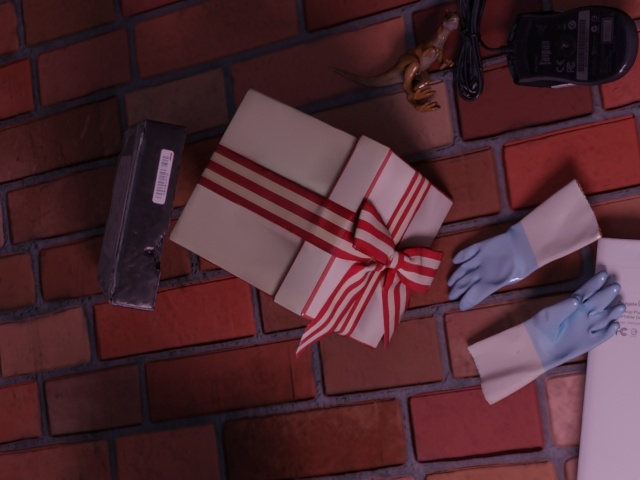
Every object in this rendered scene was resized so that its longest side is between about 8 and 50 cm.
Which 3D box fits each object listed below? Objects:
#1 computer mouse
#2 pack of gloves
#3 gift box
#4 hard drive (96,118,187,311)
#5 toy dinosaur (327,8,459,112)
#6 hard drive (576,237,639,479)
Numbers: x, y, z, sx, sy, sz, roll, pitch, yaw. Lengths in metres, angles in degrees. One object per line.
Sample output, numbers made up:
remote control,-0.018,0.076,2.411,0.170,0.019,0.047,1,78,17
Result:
computer mouse,0.282,-0.273,1.701,0.262,0.060,0.184,-3,89,40
pack of gloves,0.249,0.063,1.669,0.232,0.046,0.195,-35,65,33
gift box,0.000,0.000,1.726,0.258,0.255,0.276,26,93,30
hard drive,-0.245,-0.039,1.835,0.064,0.339,0.237,11,91,-11
toy dinosaur,0.115,-0.223,1.797,0.211,0.064,0.112,-30,61,33
hard drive,0.421,0.180,1.588,0.233,0.047,0.353,4,88,31
